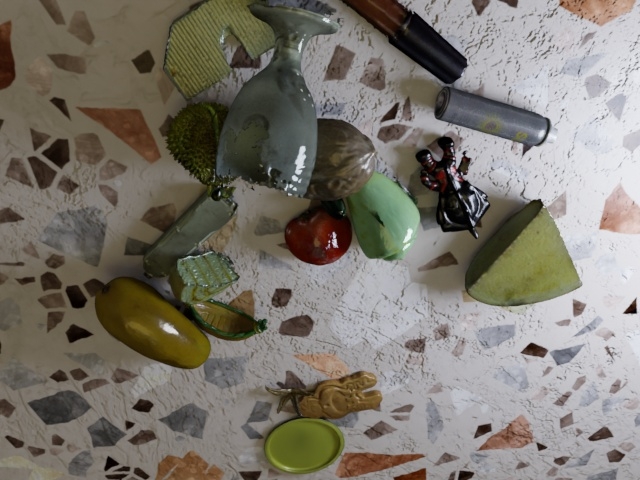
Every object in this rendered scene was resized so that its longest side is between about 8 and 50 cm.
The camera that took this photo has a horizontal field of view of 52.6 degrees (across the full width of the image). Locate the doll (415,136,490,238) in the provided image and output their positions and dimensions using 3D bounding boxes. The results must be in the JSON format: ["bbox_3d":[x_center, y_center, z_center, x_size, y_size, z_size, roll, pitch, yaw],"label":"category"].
[{"bbox_3d":[0.307,-0.112,1.480,0.127,0.088,0.248,-22,114,30],"label":"doll"}]

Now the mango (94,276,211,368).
[{"bbox_3d":[-0.380,0.204,1.511,0.332,0.195,0.142,41,85,-29],"label":"mango"}]

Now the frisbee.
[{"bbox_3d":[-0.047,0.597,1.889,0.236,0.017,0.236,-3,121,-5],"label":"frisbee"}]

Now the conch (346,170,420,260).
[{"bbox_3d":[0.143,-0.065,1.475,0.144,0.137,0.250,-7,105,27],"label":"conch"}]

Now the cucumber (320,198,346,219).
[{"bbox_3d":[0.029,-0.079,1.449,0.048,0.105,0.048,-9,128,-12],"label":"cucumber"}]

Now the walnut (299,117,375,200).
[{"bbox_3d":[0.014,-0.167,1.339,0.230,0.178,0.178,-4,128,35],"label":"walnut"}]

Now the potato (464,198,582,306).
[{"bbox_3d":[0.462,0.045,1.575,0.255,0.112,0.269,-27,117,13],"label":"potato"}]

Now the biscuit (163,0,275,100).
[{"bbox_3d":[-0.199,-0.393,1.262,0.250,0.046,0.147,-31,121,10],"label":"biscuit"}]

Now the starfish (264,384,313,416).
[{"bbox_3d":[-0.074,0.424,1.765,0.130,0.041,0.133,-18,120,18],"label":"starfish"}]

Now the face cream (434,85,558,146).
[{"bbox_3d":[0.386,-0.262,1.400,0.284,0.073,0.073,12,118,-15],"label":"face cream"}]

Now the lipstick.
[{"bbox_3d":[0.117,-0.446,1.254,0.418,0.077,0.077,31,112,-21],"label":"lipstick"}]

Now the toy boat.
[{"bbox_3d":[-0.241,0.185,1.573,0.230,0.089,0.088,21,131,-6],"label":"toy boat"}]

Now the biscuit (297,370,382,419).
[{"bbox_3d":[0.051,0.439,1.801,0.236,0.040,0.144,-17,116,0],"label":"biscuit"}]

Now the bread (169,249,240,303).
[{"bbox_3d":[-0.279,0.096,1.496,0.156,0.103,0.110,-3,139,-42],"label":"bread"}]

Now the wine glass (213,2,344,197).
[{"bbox_3d":[-0.080,-0.247,1.194,0.191,0.190,0.357,12,96,-14],"label":"wine glass"}]

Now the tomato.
[{"bbox_3d":[0.000,0.000,1.497,0.159,0.091,0.139,-23,122,4],"label":"tomato"}]

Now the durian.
[{"bbox_3d":[-0.220,-0.196,1.326,0.159,0.146,0.198,-41,124,-2],"label":"durian"}]

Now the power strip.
[{"bbox_3d":[-0.303,-0.012,1.474,0.286,0.048,0.080,-42,115,17],"label":"power strip"}]
